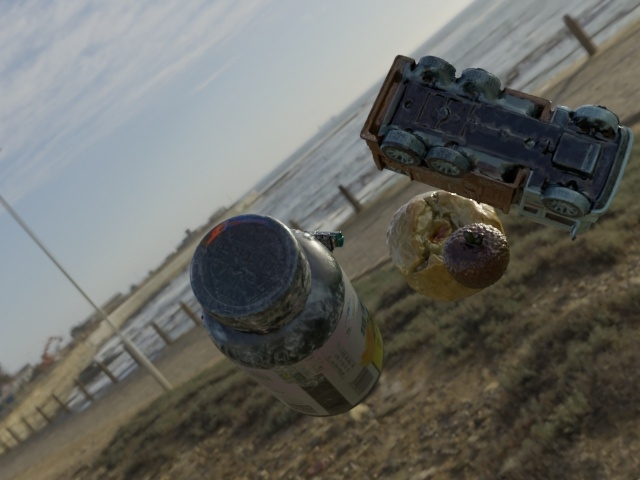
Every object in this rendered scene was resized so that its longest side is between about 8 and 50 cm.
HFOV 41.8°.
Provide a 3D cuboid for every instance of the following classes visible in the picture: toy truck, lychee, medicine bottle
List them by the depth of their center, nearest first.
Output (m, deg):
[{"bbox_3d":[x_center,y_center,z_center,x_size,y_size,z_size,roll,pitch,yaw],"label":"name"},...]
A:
[{"bbox_3d":[-0.030,0.079,0.839,0.141,0.141,0.293,-41,-29,-4],"label":"medicine bottle"},{"bbox_3d":[0.217,-0.109,1.054,0.162,0.306,0.136,66,-134,-70],"label":"toy truck"},{"bbox_3d":[0.264,0.027,1.426,0.114,0.114,0.146,-42,-30,-17],"label":"lychee"},{"bbox_3d":[0.000,0.000,1.556,0.083,0.039,0.044,2,22,34],"label":"toy truck"}]

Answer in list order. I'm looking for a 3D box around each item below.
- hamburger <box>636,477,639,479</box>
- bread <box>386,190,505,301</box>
[{"bbox_3d":[0.530,0.392,1.221,0.235,0.125,0.214,-51,5,12],"label":"hamburger"},{"bbox_3d":[0.256,-0.001,1.671,0.244,0.244,0.134,-42,-17,-14],"label":"bread"}]
